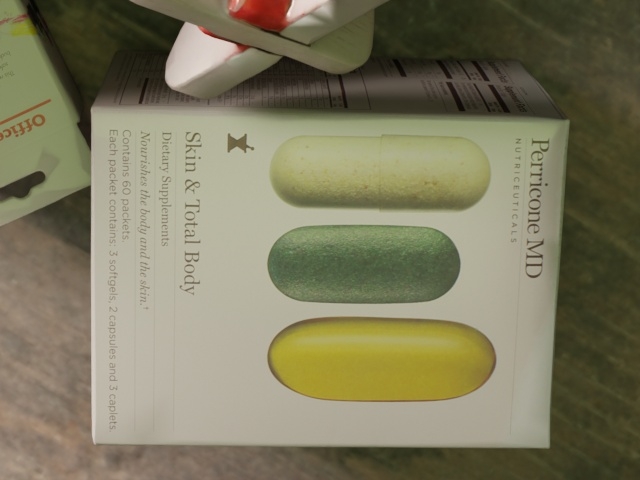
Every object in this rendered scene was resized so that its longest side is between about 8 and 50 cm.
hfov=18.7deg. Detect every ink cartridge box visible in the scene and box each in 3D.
[{"bbox_3d":[-0.216,-0.103,1.202,0.104,0.061,0.181,-24,104,4],"label":"ink cartridge box"}]

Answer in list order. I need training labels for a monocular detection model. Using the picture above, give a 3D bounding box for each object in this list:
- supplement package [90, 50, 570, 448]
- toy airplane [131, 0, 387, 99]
[{"bbox_3d":[0.000,0.000,1.167,0.263,0.198,0.199,1,104,-3],"label":"supplement package"},{"bbox_3d":[-0.031,-0.271,0.999,0.272,0.384,0.386,39,103,-22],"label":"toy airplane"}]
